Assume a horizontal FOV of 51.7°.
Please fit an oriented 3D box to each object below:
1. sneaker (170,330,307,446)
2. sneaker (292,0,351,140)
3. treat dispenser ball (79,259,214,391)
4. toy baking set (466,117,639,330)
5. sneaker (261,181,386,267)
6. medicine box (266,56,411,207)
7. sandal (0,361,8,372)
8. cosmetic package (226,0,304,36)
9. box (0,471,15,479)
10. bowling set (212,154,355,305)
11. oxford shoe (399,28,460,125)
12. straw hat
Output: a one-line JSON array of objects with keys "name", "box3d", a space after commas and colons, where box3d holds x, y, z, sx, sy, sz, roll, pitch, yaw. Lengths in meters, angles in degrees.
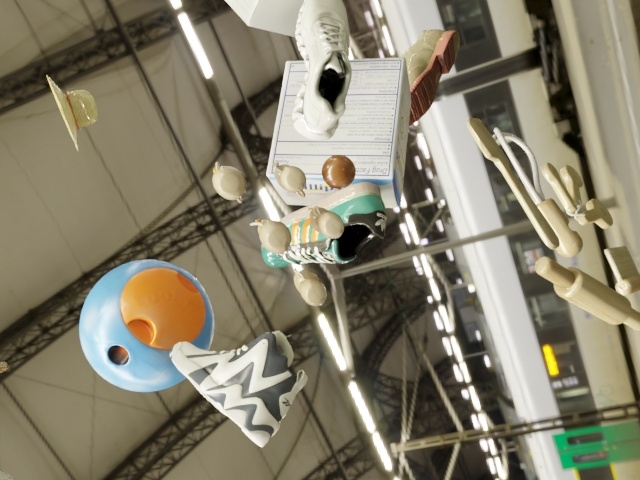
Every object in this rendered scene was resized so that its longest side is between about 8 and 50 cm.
[{"name": "sneaker", "box3d": [-0.116, 0.189, 1.017, 0.153, 0.235, 0.094, -45, -47, -19]}, {"name": "sneaker", "box3d": [0.015, -0.334, 1.200, 0.118, 0.110, 0.292, 150, 122, -70]}, {"name": "treat dispenser ball", "box3d": [-0.379, 0.186, 1.456, 0.288, 0.288, 0.288, -16, -90, -73]}, {"name": "toy baking set", "box3d": [0.233, -0.017, 0.650, 0.256, 0.030, 0.197, 22, -136, -33]}, {"name": "sneaker", "box3d": [0.000, 0.000, 1.332, 0.108, 0.302, 0.121, 28, -138, -44]}, {"name": "medicine box", "box3d": [0.048, -0.230, 1.418, 0.149, 0.263, 0.289, 57, -141, -66]}, {"name": "sandal", "box3d": [-0.507, 0.220, 0.903, 0.088, 0.240, 0.079, -14, -87, -64]}, {"name": "cosmetic package", "box3d": [-0.099, -0.564, 1.303, 0.138, 0.225, 0.224, -1, -136, -45]}, {"name": "box", "box3d": [-0.495, 0.500, 1.055, 0.232, 0.149, 0.127, 37, 160, 11]}, {"name": "bowling set", "box3d": [-0.026, -0.050, 1.079, 0.287, 0.199, 0.154, 56, 175, -10]}, {"name": "oxford shoe", "box3d": [0.269, -0.462, 1.888, 0.348, 0.130, 0.123, -56, -32, -20]}, {"name": "straw hat", "box3d": [-0.437, -0.237, 1.195, 0.144, 0.061, 0.144, 56, 161, 32]}]
